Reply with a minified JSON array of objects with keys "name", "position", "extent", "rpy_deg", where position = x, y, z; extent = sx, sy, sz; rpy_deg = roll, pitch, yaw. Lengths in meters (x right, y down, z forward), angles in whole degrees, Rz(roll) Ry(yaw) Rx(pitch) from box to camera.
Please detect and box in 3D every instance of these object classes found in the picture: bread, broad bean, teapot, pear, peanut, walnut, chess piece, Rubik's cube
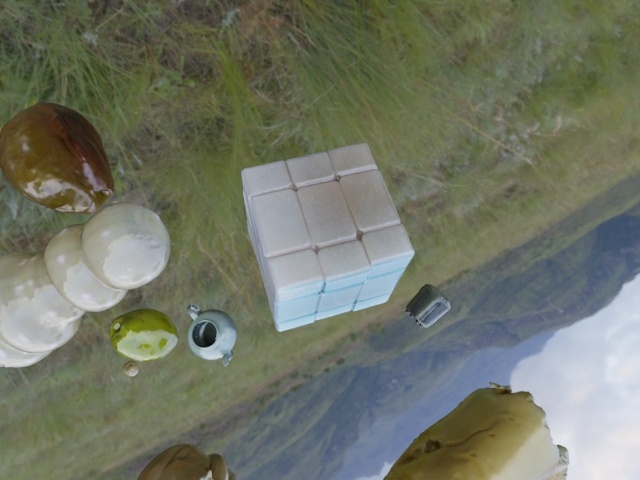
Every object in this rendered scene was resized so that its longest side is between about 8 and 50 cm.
[{"name":"bread","position":[0.293,0.513,1.016],"extent":[0.393,0.250,0.361],"rpy_deg":[-28,125,-19]},{"name":"broad bean","position":[-0.387,-0.116,0.716],"extent":[0.122,0.229,0.156],"rpy_deg":[-36,140,7]},{"name":"teapot","position":[-0.419,0.358,1.844],"extent":[0.193,0.294,0.129],"rpy_deg":[-41,163,1]},{"name":"pear","position":[-0.340,0.183,0.930],"extent":[0.107,0.107,0.131],"rpy_deg":[-43,146,16]},{"name":"peanut","position":[-0.644,0.435,1.638],"extent":[0.053,0.054,0.113],"rpy_deg":[-34,-174,-27]},{"name":"walnut","position":[-0.348,0.687,1.260],"extent":[0.285,0.296,0.285],"rpy_deg":[-48,-167,15]},{"name":"chess piece","position":[-0.302,0.046,0.604],"extent":[0.260,0.143,0.142],"rpy_deg":[-27,172,13]},{"name":"Rubik's cube","position":[0.000,0.000,1.181],"extent":[0.315,0.319,0.322],"rpy_deg":[-13,156,-12]}]

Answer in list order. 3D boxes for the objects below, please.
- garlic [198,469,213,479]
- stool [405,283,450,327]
[{"name":"garlic","position":[-0.108,0.436,0.667],"extent":[0.145,0.244,0.164],"rpy_deg":[97,13,-64]},{"name":"stool","position":[0.297,0.182,1.338],"extent":[0.110,0.096,0.096],"rpy_deg":[-44,169,3]}]
